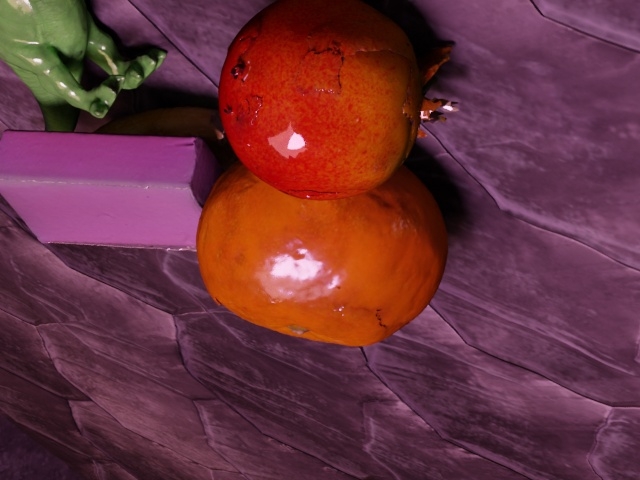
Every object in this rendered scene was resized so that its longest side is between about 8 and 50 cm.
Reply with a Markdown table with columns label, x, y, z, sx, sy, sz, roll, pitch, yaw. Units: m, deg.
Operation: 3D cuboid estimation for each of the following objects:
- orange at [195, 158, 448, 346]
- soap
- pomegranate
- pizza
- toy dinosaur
| label | x | y | z | sx | sy | sz | roll | pitch | yaw |
| --- | --- | --- | --- | --- | --- | --- | --- | --- | --- |
| orange | 0.000 | 0.000 | 1.581 | 0.283 | 0.226 | 0.284 | 8 | 171 | 1 |
| soap | -0.244 | -0.058 | 1.690 | 0.259 | 0.081 | 0.181 | 3 | 155 | 17 |
| pomegranate | 0.014 | -0.144 | 1.389 | 0.235 | 0.210 | 0.210 | -9 | 156 | -12 |
| pizza | -0.155 | -0.064 | 1.800 | 0.280 | 0.075 | 0.287 | -16 | 136 | 44 |
| toy dinosaur | -0.391 | -0.263 | 1.652 | 0.374 | 0.144 | 0.500 | 44 | 146 | -17 |
